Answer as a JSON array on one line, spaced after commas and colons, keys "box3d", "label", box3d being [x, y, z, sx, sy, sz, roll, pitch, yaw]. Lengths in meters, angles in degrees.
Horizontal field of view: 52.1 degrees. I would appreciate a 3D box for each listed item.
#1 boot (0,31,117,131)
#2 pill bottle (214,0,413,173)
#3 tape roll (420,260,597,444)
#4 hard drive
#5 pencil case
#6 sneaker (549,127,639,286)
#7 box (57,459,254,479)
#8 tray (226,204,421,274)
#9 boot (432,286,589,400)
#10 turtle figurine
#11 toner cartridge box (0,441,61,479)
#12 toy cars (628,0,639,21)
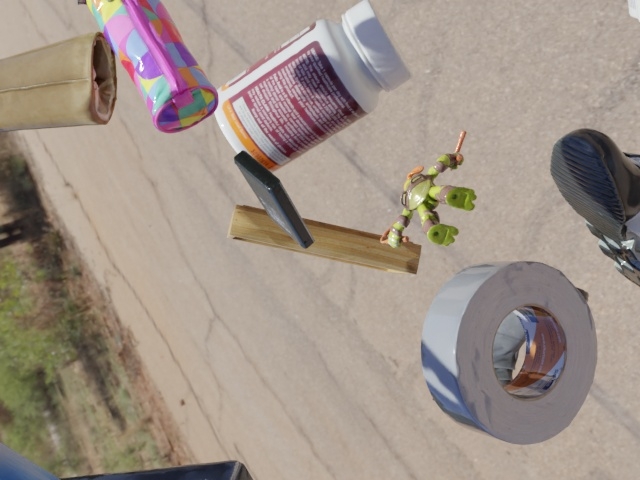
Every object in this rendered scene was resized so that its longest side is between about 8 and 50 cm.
[{"box3d": [-0.425, -0.164, 0.921, 0.089, 0.270, 0.236, 11, -105, -79], "label": "boot"}, {"box3d": [-0.015, -0.329, 1.414, 0.224, 0.392, 0.224, 52, -161, -26], "label": "pill bottle"}, {"box3d": [0.234, 0.134, 0.807, 0.072, 0.219, 0.219, -5, 106, 66], "label": "tape roll"}, {"box3d": [-0.063, -0.054, 0.896, 0.094, 0.022, 0.135, 41, 168, 38], "label": "hard drive"}, {"box3d": [-0.228, -0.258, 0.873, 0.236, 0.104, 0.104, 57, 151, 12], "label": "pencil case"}, {"box3d": [0.412, -0.068, 0.851, 0.330, 0.146, 0.122, 39, -172, -43], "label": "sneaker"}, {"box3d": [-0.250, 0.428, 0.686, 0.396, 0.293, 0.212, -13, 119, 22], "label": "box"}, {"box3d": [0.000, 0.000, 1.484, 0.203, 0.411, 0.076, 170, 111, -80], "label": "tray"}, {"box3d": [0.371, 0.220, 1.274, 0.338, 0.118, 0.222, -27, 47, 48], "label": "boot"}, {"box3d": [0.203, -0.089, 1.202, 0.087, 0.269, 0.217, 36, -173, -22], "label": "turtle figurine"}, {"box3d": [-0.194, 0.232, 0.458, 0.348, 0.075, 0.165, 29, 136, 7], "label": "toner cartridge box"}, {"box3d": [0.435, -0.427, 0.946, 0.176, 0.087, 0.393, 82, 164, -67], "label": "toy cars"}]
